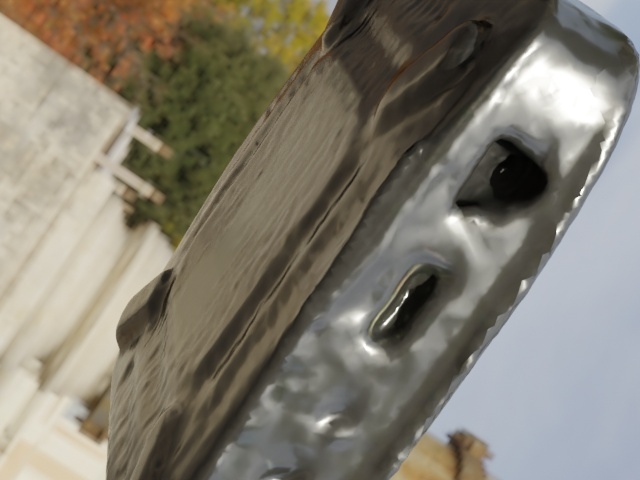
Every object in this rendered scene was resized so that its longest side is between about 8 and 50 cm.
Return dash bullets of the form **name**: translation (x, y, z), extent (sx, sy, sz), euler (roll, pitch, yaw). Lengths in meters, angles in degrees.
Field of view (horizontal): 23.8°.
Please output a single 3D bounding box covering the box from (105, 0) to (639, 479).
- **box**: translation (0.000, 0.000, 0.650), extent (0.290, 0.073, 0.289), euler (-55, -163, 13)
